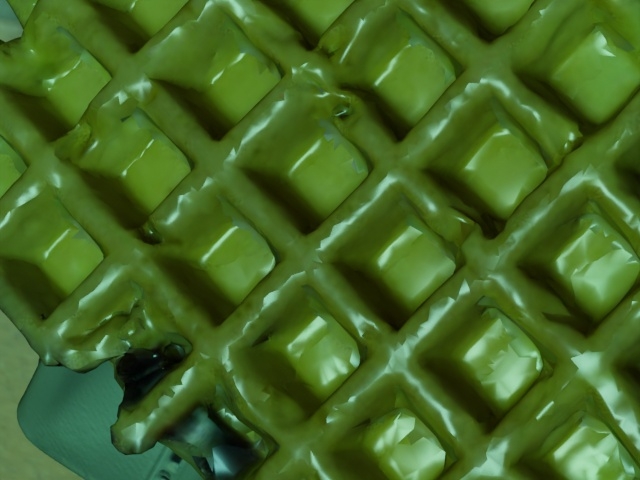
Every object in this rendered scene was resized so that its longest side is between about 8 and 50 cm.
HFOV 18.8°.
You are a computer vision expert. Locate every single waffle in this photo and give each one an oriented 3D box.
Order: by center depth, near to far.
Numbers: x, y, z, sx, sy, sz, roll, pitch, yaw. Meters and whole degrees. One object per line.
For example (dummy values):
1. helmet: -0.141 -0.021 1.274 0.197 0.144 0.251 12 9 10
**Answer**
1. waffle: -0.001 -0.001 0.615 0.309 0.065 0.283 0 86 22

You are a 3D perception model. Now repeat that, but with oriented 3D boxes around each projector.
1. projector: -0.056 0.043 0.728 0.083 0.083 0.082 31 126 2
